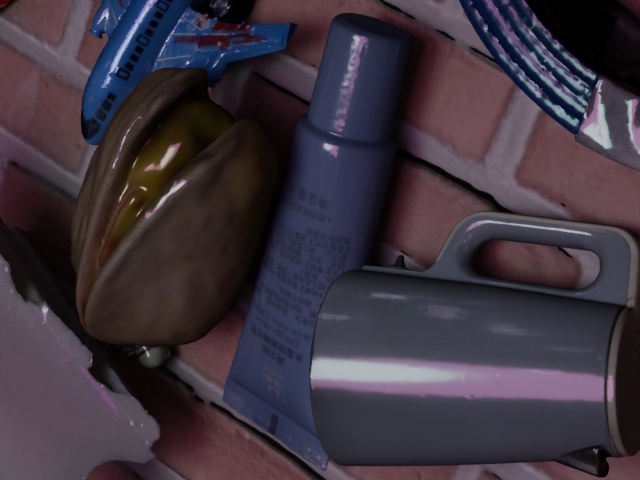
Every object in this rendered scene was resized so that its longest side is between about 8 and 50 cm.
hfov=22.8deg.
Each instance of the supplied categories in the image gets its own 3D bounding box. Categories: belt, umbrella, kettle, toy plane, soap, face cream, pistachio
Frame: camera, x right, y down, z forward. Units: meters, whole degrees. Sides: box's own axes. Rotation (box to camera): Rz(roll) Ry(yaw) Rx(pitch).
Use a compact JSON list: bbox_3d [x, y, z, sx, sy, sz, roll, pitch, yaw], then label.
[{"bbox_3d":[0.243,-0.174,1.154,0.347,0.117,0.212,43,114,20],"label":"belt"},{"bbox_3d":[-0.186,0.057,1.488,0.067,0.062,0.143,-32,77,0],"label":"umbrella"},{"bbox_3d":[0.137,0.079,1.257,0.243,0.160,0.210,0,68,25],"label":"kettle"},{"bbox_3d":[-0.136,-0.201,1.391,0.254,0.105,0.271,38,115,23],"label":"toy plane"},{"bbox_3d":[-0.308,0.085,1.397,0.159,0.258,0.302,-41,54,-2],"label":"soap"},{"bbox_3d":[0.000,0.000,1.350,0.135,0.086,0.385,30,116,36],"label":"face cream"},{"bbox_3d":[-0.136,-0.019,1.348,0.166,0.197,0.288,38,143,20],"label":"pistachio"}]

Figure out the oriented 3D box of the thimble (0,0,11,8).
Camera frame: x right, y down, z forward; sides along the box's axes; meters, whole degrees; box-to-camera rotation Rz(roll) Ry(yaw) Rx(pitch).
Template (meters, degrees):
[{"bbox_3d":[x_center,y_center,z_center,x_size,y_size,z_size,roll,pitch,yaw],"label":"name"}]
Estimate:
[{"bbox_3d":[-0.377,-0.274,1.477,0.163,0.189,0.125,-39,75,26],"label":"thimble"}]
